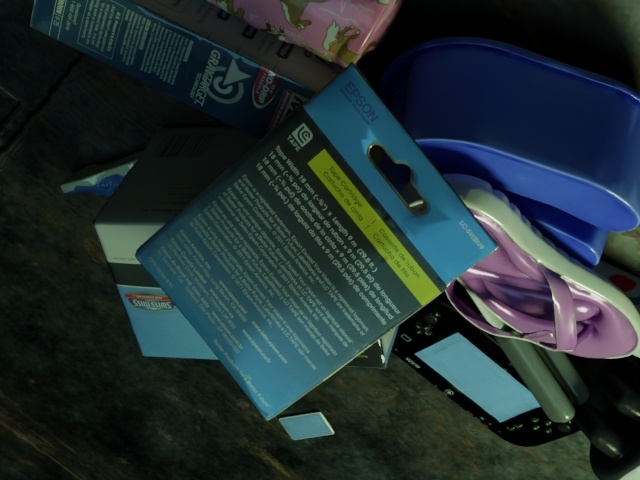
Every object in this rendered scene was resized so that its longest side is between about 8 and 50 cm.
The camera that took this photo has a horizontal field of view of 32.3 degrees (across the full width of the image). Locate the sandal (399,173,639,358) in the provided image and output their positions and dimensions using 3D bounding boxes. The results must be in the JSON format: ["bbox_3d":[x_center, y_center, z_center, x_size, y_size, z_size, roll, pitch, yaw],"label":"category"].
[{"bbox_3d":[0.223,0.065,1.285,0.169,0.102,0.416,-13,142,45],"label":"sandal"}]

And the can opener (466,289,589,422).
[{"bbox_3d":[0.277,0.123,1.476,0.093,0.074,0.280,-3,124,59],"label":"can opener"}]

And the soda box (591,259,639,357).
[{"bbox_3d":[0.413,0.099,1.441,0.216,0.074,0.069,25,133,-2],"label":"soda box"}]

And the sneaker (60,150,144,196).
[{"bbox_3d":[-0.293,-0.068,1.570,0.152,0.058,0.085,-15,115,22],"label":"sneaker"}]

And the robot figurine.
[{"bbox_3d":[0.486,0.298,1.523,0.278,0.174,0.209,35,136,-10],"label":"robot figurine"}]

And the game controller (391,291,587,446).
[{"bbox_3d":[0.233,0.189,1.592,0.319,0.067,0.166,39,131,-14],"label":"game controller"}]

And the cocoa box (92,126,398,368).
[{"bbox_3d":[-0.069,0.005,1.428,0.347,0.231,0.228,1,128,19],"label":"cocoa box"}]

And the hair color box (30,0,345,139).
[{"bbox_3d":[-0.135,-0.248,1.276,0.347,0.174,0.105,26,134,-2],"label":"hair color box"}]

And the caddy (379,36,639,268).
[{"bbox_3d":[0.224,-0.109,1.265,0.341,0.179,0.241,19,155,-4],"label":"caddy"}]

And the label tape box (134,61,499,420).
[{"bbox_3d":[0.000,0.000,1.189,0.333,0.106,0.241,-38,90,23],"label":"label tape box"}]

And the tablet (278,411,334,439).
[{"bbox_3d":[-0.023,0.307,1.831,0.083,0.006,0.054,-14,123,29],"label":"tablet"}]

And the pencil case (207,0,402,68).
[{"bbox_3d":[-0.088,-0.333,1.189,0.386,0.167,0.160,26,112,-2],"label":"pencil case"}]
